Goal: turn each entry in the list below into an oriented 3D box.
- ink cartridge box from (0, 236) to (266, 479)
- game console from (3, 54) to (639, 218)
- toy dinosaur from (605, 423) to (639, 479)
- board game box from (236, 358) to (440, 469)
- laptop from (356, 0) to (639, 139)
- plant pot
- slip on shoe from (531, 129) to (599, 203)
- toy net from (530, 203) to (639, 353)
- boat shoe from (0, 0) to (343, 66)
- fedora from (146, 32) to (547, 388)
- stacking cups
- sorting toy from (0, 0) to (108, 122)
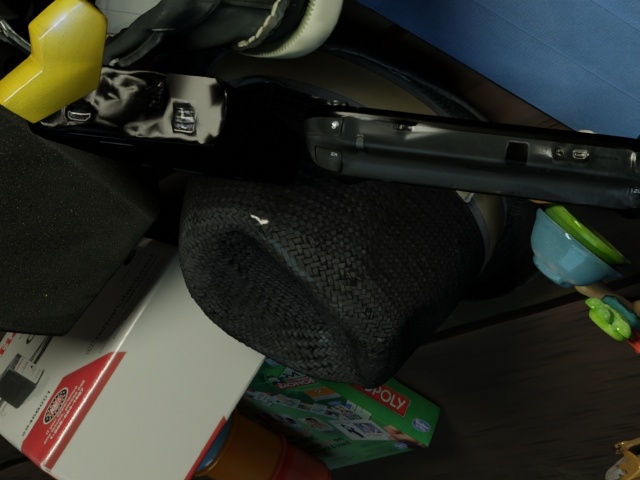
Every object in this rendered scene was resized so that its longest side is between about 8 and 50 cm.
[{"bbox_3d":[-0.169,0.101,1.306,0.114,0.197,0.273,36,170,-23],"label":"ink cartridge box"},{"bbox_3d":[0.015,-0.053,0.887,0.361,0.044,0.213,8,178,9],"label":"game console"},{"bbox_3d":[0.319,0.187,1.353,0.112,0.064,0.211,18,170,-35],"label":"toy dinosaur"},{"bbox_3d":[-0.053,0.160,1.586,0.213,0.046,0.317,33,152,-19],"label":"board game box"},{"bbox_3d":[0.189,-0.056,0.788,0.382,0.408,0.236,28,120,-14],"label":"laptop"},{"bbox_3d":[-0.215,-0.045,1.102,0.167,0.187,0.188,29,112,-27],"label":"plant pot"},{"bbox_3d":[0.160,-0.041,0.987,0.051,0.041,0.135,29,177,-18],"label":"slip on shoe"},{"bbox_3d":[0.227,0.049,1.108,0.232,0.045,0.122,30,-168,-49],"label":"toy net"},{"bbox_3d":[-0.139,-0.154,0.885,0.113,0.127,0.340,-5,-163,-43],"label":"boat shoe"},{"bbox_3d":[0.000,0.000,1.119,0.334,0.152,0.334,18,154,9],"label":"fedora"},{"bbox_3d":[-0.135,0.181,1.535,0.316,0.096,0.096,34,152,-24],"label":"stacking cups"},{"bbox_3d":[-0.097,-0.183,0.665,0.229,0.307,0.041,1,-152,-29],"label":"sorting toy"}]
